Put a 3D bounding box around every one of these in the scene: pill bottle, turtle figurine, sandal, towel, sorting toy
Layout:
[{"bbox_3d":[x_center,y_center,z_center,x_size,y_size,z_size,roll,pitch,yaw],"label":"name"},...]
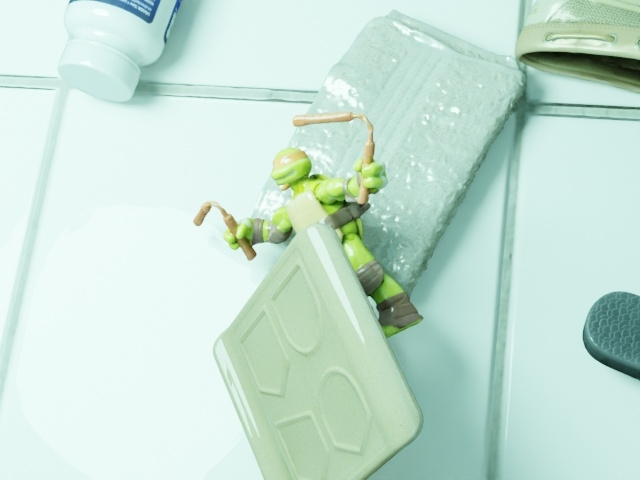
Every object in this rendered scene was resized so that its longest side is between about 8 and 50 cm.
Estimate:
[{"bbox_3d":[-0.211,-0.250,1.276,0.112,0.112,0.187,14,72,13],"label":"pill bottle"},{"bbox_3d":[0.000,0.000,1.127,0.269,0.087,0.217,-27,90,43],"label":"turtle figurine"},{"bbox_3d":[0.362,0.129,1.089,0.254,0.054,0.097,33,68,21],"label":"sandal"},{"bbox_3d":[0.073,-0.095,1.212,0.187,0.049,0.282,25,76,17],"label":"towel"},{"bbox_3d":[0.013,0.167,1.061,0.041,0.229,0.307,-8,63,-36],"label":"sorting toy"}]

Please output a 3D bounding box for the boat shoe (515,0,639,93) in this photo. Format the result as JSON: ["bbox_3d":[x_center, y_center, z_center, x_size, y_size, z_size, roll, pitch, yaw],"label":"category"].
[{"bbox_3d":[0.360,-0.166,1.164,0.341,0.121,0.110,23,79,26],"label":"boat shoe"}]
